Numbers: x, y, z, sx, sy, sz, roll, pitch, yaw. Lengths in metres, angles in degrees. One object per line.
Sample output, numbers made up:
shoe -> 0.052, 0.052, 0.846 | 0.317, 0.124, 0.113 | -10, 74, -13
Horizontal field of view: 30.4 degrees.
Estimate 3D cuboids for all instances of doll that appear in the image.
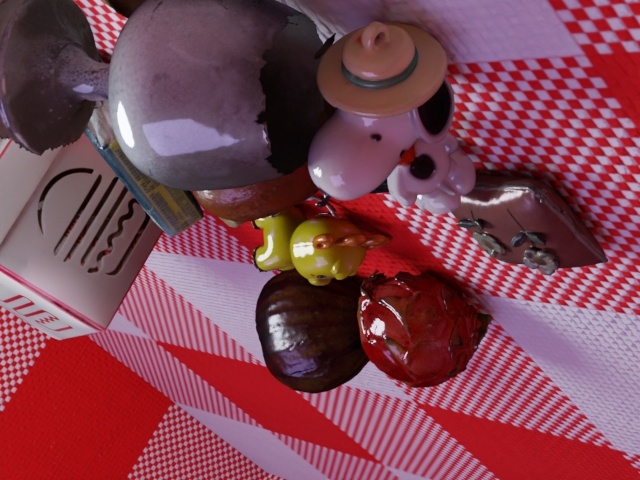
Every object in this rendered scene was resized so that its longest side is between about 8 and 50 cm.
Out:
doll -> 0.000, 0.000, 1.763 | 0.143, 0.135, 0.221 | 4, 176, -43
doll -> 0.091, -0.131, 1.293 | 0.144, 0.208, 0.271 | 40, -156, 32

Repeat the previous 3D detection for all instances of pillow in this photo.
pillow -> 0.235, -0.017, 1.428 | 0.179, 0.075, 0.171 | 7, 151, 50

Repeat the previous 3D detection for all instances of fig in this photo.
fig -> 0.057, 0.131, 1.953 | 0.321, 0.217, 0.217 | -14, 139, 24

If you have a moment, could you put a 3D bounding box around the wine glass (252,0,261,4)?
wine glass -> -0.163, -0.372, 1.082 | 0.309, 0.096, 0.264 | 31, 166, 1

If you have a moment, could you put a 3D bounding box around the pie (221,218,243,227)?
pie -> -0.184, -0.118, 1.711 | 0.218, 0.052, 0.185 | 53, 176, 36

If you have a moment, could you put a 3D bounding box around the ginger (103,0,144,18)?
ginger -> -0.195, -0.287, 1.391 | 0.148, 0.081, 0.334 | 3, 151, 22

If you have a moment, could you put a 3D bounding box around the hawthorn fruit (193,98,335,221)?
hawthorn fruit -> -0.057, -0.122, 1.455 | 0.251, 0.199, 0.199 | -3, 145, 29

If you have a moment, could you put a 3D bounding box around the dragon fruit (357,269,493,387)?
dragon fruit -> 0.147, 0.135, 1.787 | 0.209, 0.172, 0.172 | 21, 160, 2

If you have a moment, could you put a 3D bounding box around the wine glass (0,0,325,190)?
wine glass -> -0.168, -0.170, 1.270 | 0.323, 0.238, 0.238 | 5, 151, 22

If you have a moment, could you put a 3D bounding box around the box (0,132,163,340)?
box -> -0.460, -0.031, 2.026 | 0.300, 0.314, 0.312 | 35, 160, -19

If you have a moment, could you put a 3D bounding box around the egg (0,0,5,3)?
egg -> -0.570, -0.275, 1.642 | 0.283, 0.283, 0.345 | 12, 148, 42

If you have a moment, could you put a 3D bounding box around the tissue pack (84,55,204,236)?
tissue pack -> -0.283, -0.138, 1.755 | 0.185, 0.081, 0.257 | 52, 175, 34

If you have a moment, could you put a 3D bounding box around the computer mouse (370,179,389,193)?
computer mouse -> 0.036, -0.093, 1.569 | 0.135, 0.047, 0.079 | 24, 160, 10
